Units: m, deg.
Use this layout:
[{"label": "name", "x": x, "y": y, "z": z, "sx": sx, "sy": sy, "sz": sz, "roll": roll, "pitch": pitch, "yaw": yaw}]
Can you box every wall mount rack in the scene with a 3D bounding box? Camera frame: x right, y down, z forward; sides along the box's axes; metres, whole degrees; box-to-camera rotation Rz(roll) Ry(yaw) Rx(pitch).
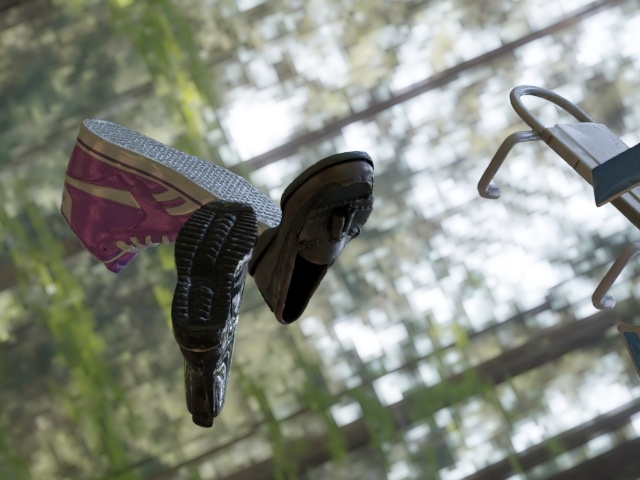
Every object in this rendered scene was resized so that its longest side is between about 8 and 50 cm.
[{"label": "wall mount rack", "x": 0.351, "y": -0.034, "z": 2.274, "sx": 0.350, "sy": 0.304, "sz": 0.130, "roll": 47, "pitch": -57, "yaw": 30}]

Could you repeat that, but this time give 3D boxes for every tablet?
[{"label": "tablet", "x": 0.280, "y": -0.065, "z": 1.767, "sx": 0.006, "sy": 0.083, "sz": 0.054, "roll": 44, "pitch": 29, "yaw": -31}]

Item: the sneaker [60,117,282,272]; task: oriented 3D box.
[{"label": "sneaker", "x": -0.178, "y": -0.019, "z": 2.327, "sx": 0.282, "sy": 0.161, "sz": 0.102, "roll": 25, "pitch": 18, "yaw": 17}]

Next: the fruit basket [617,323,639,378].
[{"label": "fruit basket", "x": 0.391, "y": 0.232, "z": 1.818, "sx": 0.327, "sy": 0.165, "sz": 0.353, "roll": 64, "pitch": -16, "yaw": -6}]

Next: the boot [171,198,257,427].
[{"label": "boot", "x": -0.106, "y": 0.068, "z": 1.904, "sx": 0.198, "sy": 0.077, "sz": 0.137, "roll": -72, "pitch": 167, "yaw": -46}]

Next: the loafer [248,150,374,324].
[{"label": "loafer", "x": 0.000, "y": 0.000, "z": 1.995, "sx": 0.267, "sy": 0.096, "sz": 0.084, "roll": 127, "pitch": -51, "yaw": -59}]
